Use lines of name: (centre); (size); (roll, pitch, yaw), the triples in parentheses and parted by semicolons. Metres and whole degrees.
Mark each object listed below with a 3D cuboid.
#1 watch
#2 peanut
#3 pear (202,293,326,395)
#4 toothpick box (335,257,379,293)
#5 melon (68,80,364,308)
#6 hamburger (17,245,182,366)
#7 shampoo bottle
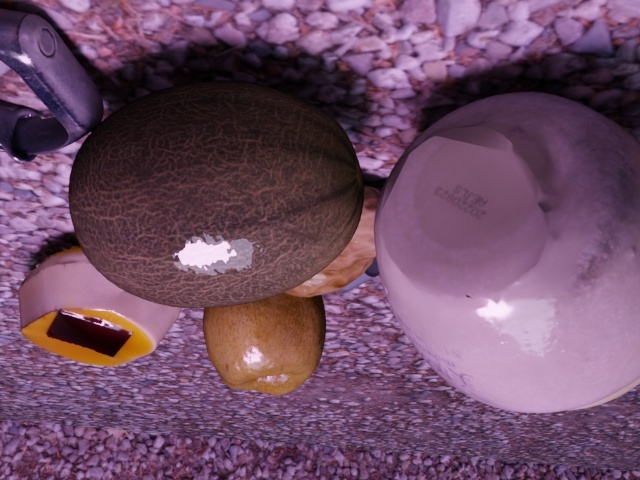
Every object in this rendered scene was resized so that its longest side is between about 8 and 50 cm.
watch: (-0.336, -0.158, 0.848); (0.193, 0.068, 0.206); (-3, 152, 17)
peanut: (0.000, 0.000, 1.114); (0.197, 0.110, 0.233); (3, 156, -16)
pear: (-0.086, 0.121, 1.271); (0.188, 0.211, 0.228); (-8, 155, 1)
toothpick box: (0.051, 0.046, 1.280); (0.052, 0.052, 0.083); (19, 149, -32)
melon: (-0.106, -0.049, 0.866); (0.302, 0.237, 0.237); (-6, 155, 5)
hamburger: (-0.351, 0.096, 1.309); (0.227, 0.151, 0.295); (27, 150, -32)
shampoo bottle: (0.224, 0.014, 0.880); (0.323, 0.322, 0.317); (-12, 143, 28)
